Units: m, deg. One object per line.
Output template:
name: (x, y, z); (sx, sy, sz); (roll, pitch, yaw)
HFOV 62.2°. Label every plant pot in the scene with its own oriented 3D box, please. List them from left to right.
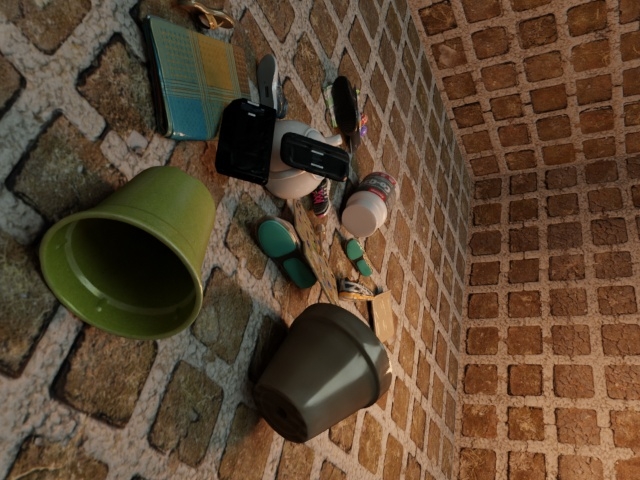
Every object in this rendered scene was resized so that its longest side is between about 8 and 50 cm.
plant pot: (-0.314, -0.002, 0.979); (0.253, 0.276, 0.276); (-77, 148, -54)
plant pot: (-0.018, 0.371, 1.419); (0.280, 0.323, 0.322); (-35, 116, -40)

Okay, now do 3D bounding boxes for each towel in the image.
towel: (-0.284, -0.380, 1.319); (0.370, 0.040, 0.271); (-18, 101, -64)
towel: (0.053, -0.510, 1.993); (0.113, 0.023, 0.151); (-47, 125, -54)

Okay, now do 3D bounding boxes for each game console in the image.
game console: (-0.085, -0.225, 1.371); (0.362, 0.044, 0.213); (14, 67, -22)

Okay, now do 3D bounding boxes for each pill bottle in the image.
pill bottle: (0.192, -0.139, 2.025); (0.283, 0.161, 0.161); (-54, 131, -53)

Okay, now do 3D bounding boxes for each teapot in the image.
teapot: (-0.058, -0.243, 1.553); (0.252, 0.187, 0.255); (35, 55, -54)

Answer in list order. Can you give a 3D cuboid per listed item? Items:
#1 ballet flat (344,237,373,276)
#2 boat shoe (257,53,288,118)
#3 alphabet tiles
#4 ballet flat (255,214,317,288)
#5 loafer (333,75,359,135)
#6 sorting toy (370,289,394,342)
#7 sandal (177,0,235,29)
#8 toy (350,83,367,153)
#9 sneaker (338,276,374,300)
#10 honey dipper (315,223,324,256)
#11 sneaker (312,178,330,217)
ballet flat: (0.139, 0.053, 2.006); (0.067, 0.073, 0.206); (-106, 172, -52)
boat shoe: (-0.140, -0.454, 1.582); (0.083, 0.065, 0.183); (-5, 96, -63)
alphabet tiles: (-0.012, 0.044, 1.645); (0.285, 0.011, 0.342); (-99, 166, -57)
ballet flat: (-0.101, 0.016, 1.534); (0.106, 0.108, 0.316); (-97, 165, -45)
loafer: (0.108, -0.505, 1.993); (0.078, 0.080, 0.219); (-18, 102, -63)
sorting toy: (0.250, 0.315, 2.179); (0.193, 0.038, 0.208); (-9, 96, -62)
sandal: (-0.287, -0.555, 1.322); (0.180, 0.072, 0.048); (-5, 104, -61)
toy: (0.150, -0.471, 2.064); (0.137, 0.056, 0.237); (141, -58, -78)
sneaker: (0.135, 0.181, 1.939); (0.215, 0.084, 0.083); (19, 63, -59)
honey dipper: (0.000, 0.000, 1.708); (0.160, 0.031, 0.030); (-92, 160, -57)
sneaker: (-0.006, -0.156, 1.766); (0.075, 0.063, 0.170); (47, 39, -49)
